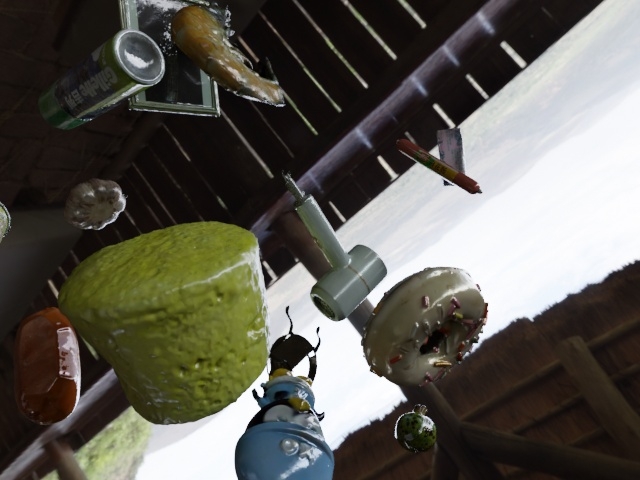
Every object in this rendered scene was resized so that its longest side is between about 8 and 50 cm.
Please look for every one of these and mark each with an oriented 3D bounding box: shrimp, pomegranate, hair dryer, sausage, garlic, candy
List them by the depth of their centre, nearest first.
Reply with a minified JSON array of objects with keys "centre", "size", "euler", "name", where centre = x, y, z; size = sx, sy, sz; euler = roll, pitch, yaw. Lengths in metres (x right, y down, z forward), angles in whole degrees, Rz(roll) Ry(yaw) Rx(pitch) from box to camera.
[{"centre":[0.236,-0.152,0.874],"size":[0.029,0.223,0.029],"euler":[-32,145,-26],"name":"sausage"},{"centre":[-0.601,0.273,0.949],"size":[0.133,0.258,0.133],"euler":[-19,151,-11],"name":"sausage"},{"centre":[-0.191,-0.427,0.956],"size":[0.085,0.272,0.445],"euler":[-46,-147,24],"name":"shrimp"},{"centre":[0.000,0.000,0.960],"size":[0.173,0.357,0.108],"euler":[-42,-159,-25],"name":"hair dryer"},{"centre":[-0.622,-0.103,1.182],"size":[0.159,0.102,0.147],"euler":[-44,147,-12],"name":"garlic"},{"centre":[0.385,-0.245,1.260],"size":[0.073,0.160,0.092],"euler":[-7,167,20],"name":"candy"},{"centre":[0.285,0.549,1.269],"size":[0.122,0.122,0.161],"euler":[-47,-171,45],"name":"pomegranate"}]

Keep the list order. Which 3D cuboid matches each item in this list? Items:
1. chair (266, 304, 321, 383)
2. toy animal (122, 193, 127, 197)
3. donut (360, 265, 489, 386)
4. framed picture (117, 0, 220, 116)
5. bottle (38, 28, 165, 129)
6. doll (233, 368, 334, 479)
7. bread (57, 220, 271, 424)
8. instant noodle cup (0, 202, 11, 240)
[{"centre":[-0.088,0.324,1.203],"size":[0.149,0.174,0.213],"euler":[-36,139,-35],"name":"chair"},{"centre":[-0.730,-0.154,1.467],"size":[0.136,0.047,0.065],"euler":[2,142,-35],"name":"toy animal"},{"centre":[0.288,0.243,1.147],"size":[0.383,0.142,0.382],"euler":[-17,129,-22],"name":"donut"},{"centre":[-0.360,-0.457,1.042],"size":[0.231,0.292,0.018],"euler":[-8,-174,-39],"name":"framed picture"},{"centre":[-0.422,-0.288,0.805],"size":[0.330,0.093,0.093],"euler":[-6,-165,39],"name":"bottle"},{"centre":[-0.062,0.359,0.782],"size":[0.314,0.177,0.141],"euler":[-94,-152,-68],"name":"doll"},{"centre":[-0.258,0.139,0.792],"size":[0.349,0.307,0.348],"euler":[-11,-163,3],"name":"bread"},{"centre":[-0.888,-0.011,1.044],"size":[0.205,0.153,0.204],"euler":[-13,137,-12],"name":"instant noodle cup"}]
